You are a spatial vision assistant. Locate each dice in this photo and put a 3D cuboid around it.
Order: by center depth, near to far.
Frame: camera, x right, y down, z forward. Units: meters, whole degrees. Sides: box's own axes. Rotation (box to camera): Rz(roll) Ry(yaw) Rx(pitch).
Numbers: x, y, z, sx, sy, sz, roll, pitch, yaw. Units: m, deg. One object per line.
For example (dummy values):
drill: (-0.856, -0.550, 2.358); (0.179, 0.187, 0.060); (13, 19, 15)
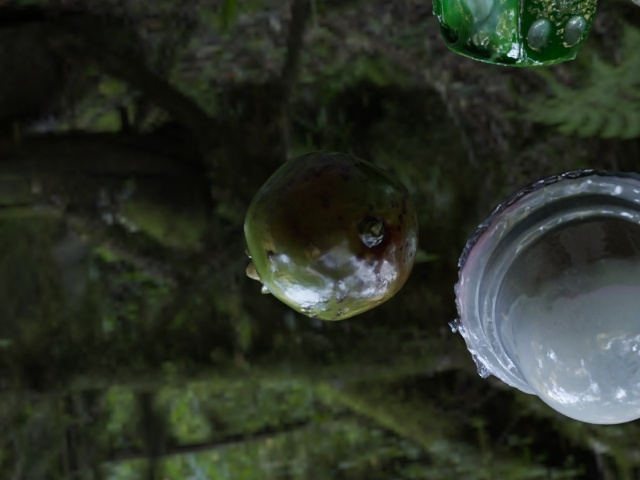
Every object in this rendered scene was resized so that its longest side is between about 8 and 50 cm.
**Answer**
dice: (0.190, -0.243, 1.444); (0.120, 0.128, 0.131); (-14, -152, -36)

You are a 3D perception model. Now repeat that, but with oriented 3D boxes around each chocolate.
chocolate: (0.217, 0.065, 1.121); (0.221, 0.221, 0.147); (-6, -150, -10)

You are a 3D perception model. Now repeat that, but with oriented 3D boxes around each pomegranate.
pomegranate: (0.000, 0.000, 1.375); (0.159, 0.159, 0.205); (3, 165, -34)

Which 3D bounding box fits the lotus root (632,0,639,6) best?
lotus root: (0.262, -0.249, 1.155); (0.070, 0.144, 0.143); (-11, -149, 46)
